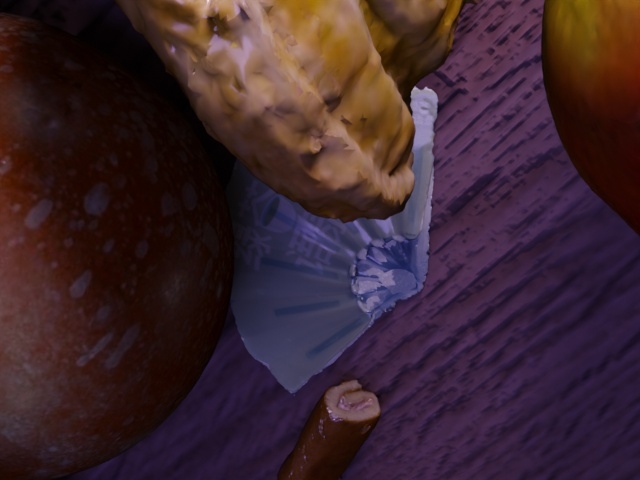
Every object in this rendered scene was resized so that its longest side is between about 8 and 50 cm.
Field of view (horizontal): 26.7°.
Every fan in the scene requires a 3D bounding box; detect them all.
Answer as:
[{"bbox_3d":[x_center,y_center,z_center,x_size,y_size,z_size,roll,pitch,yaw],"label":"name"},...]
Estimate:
[{"bbox_3d":[0.000,0.000,0.782,0.131,0.009,0.240,28,127,7],"label":"fan"}]

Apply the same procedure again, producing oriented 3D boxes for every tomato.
[{"bbox_3d":[-0.190,0.016,0.738,0.270,0.222,0.270,10,120,18],"label":"tomato"}]

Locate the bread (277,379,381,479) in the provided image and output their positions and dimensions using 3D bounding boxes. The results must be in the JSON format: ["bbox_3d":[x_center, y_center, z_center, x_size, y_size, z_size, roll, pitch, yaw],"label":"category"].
[{"bbox_3d":[0.004,0.124,0.836,0.036,0.047,0.083,49,130,27],"label":"bread"}]

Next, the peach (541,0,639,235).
[{"bbox_3d":[0.202,-0.077,0.524,0.231,0.231,0.231,10,124,16],"label":"peach"}]

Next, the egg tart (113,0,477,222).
[{"bbox_3d":[-0.026,-0.146,0.557,0.115,0.290,0.290,-30,107,10],"label":"egg tart"}]
